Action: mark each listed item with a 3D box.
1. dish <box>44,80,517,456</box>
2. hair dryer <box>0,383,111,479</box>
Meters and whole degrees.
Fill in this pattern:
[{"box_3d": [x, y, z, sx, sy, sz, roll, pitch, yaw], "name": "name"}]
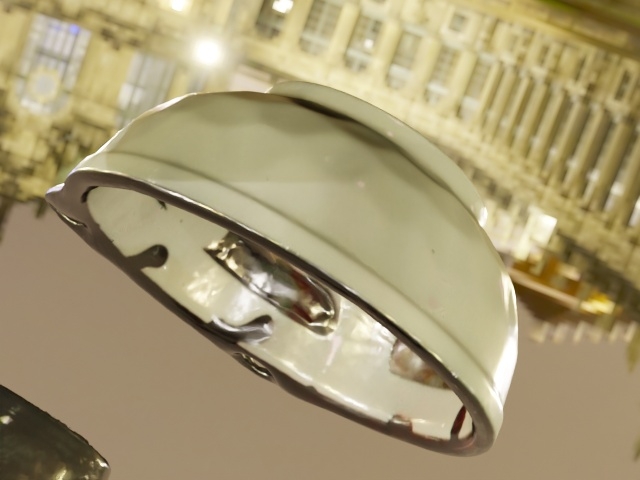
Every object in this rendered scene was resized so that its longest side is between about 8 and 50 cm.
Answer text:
[{"box_3d": [0.000, 0.000, 0.844, 0.303, 0.120, 0.303, 30, 164, 9], "name": "dish"}, {"box_3d": [-0.170, 0.052, 0.428, 0.070, 0.128, 0.255, 17, 155, 45], "name": "hair dryer"}]
